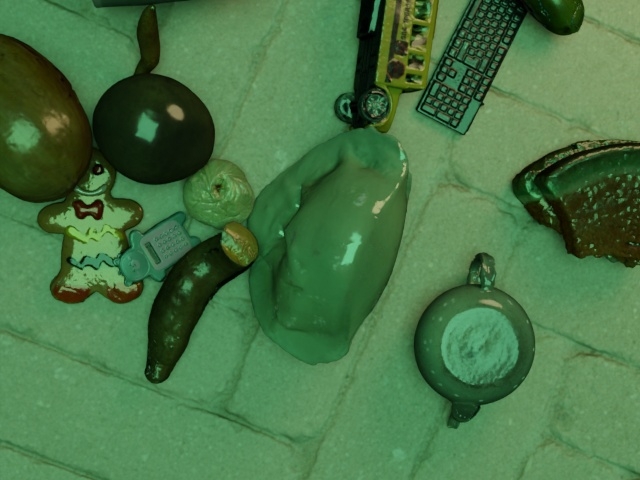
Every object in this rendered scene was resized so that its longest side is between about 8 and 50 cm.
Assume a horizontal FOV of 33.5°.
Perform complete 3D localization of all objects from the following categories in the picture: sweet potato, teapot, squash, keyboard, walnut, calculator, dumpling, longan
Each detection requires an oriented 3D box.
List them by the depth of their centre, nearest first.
[{"bbox_3d":[-0.458,-0.193,1.577,0.203,0.203,0.298,-36,89,-4],"label":"walnut"},{"bbox_3d":[-0.253,-0.168,1.621,0.187,0.167,0.167,13,91,-31],"label":"longan"},{"bbox_3d":[-0.266,-0.291,1.635,0.044,0.044,0.179,11,135,-6],"label":"sweet potato"},{"bbox_3d":[0.024,0.017,1.644,0.212,0.270,0.320,43,63,-27],"label":"dumpling"},{"bbox_3d":[-0.203,0.092,1.656,0.112,0.085,0.285,37,94,37],"label":"sweet potato"},{"bbox_3d":[-0.260,0.016,1.676,0.141,0.019,0.094,-34,104,-17],"label":"calculator"},{"bbox_3d":[0.303,-0.458,1.686,0.087,0.087,0.331,-41,92,-3],"label":"squash"},{"bbox_3d":[0.244,0.165,1.699,0.193,0.129,0.294,7,89,-6],"label":"teapot"},{"bbox_3d":[0.267,-0.327,1.736,0.101,0.018,0.309,27,89,-6],"label":"keyboard"}]

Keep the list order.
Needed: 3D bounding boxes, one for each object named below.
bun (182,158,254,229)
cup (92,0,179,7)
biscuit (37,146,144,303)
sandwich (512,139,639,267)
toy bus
[{"bbox_3d":[-0.160,-0.071,1.675,0.115,0.069,0.115,0,94,-5],"label":"bun"},{"bbox_3d":[-0.215,-0.524,1.587,0.275,0.259,0.356,-4,61,-7],"label":"cup"},{"bbox_3d":[-0.362,-0.023,1.673,0.166,0.036,0.250,-2,92,-7],"label":"biscuit"},{"bbox_3d":[0.459,-0.070,1.720,0.292,0.109,0.212,9,90,-7],"label":"sandwich"},{"bbox_3d":[0.113,-0.334,1.672,0.123,0.121,0.335,7,91,-19],"label":"toy bus"}]
